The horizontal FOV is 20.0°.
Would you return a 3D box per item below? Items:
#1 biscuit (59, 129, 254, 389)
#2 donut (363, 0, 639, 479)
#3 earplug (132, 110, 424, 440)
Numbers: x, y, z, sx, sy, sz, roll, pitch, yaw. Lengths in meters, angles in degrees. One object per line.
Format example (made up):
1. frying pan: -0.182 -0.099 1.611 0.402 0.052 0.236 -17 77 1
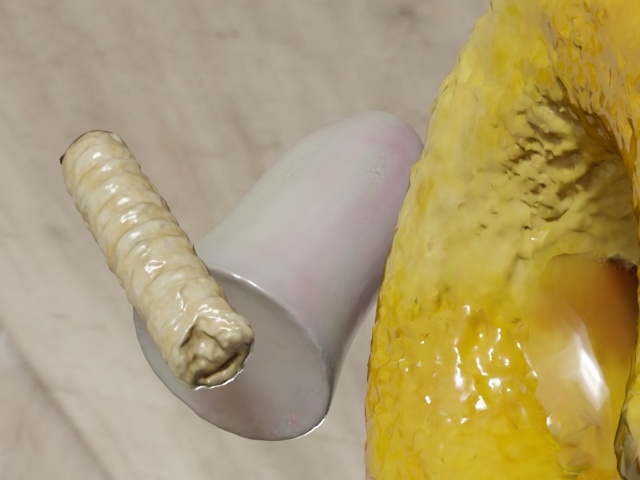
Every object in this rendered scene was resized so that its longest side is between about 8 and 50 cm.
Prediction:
1. biscuit: -0.110 0.005 1.167 0.055 0.219 0.061 16 -59 -47
2. donut: 0.149 0.022 0.881 0.435 0.163 0.378 127 144 -52
3. earplug: 0.000 0.000 1.459 0.301 0.172 0.172 -52 -33 -42
